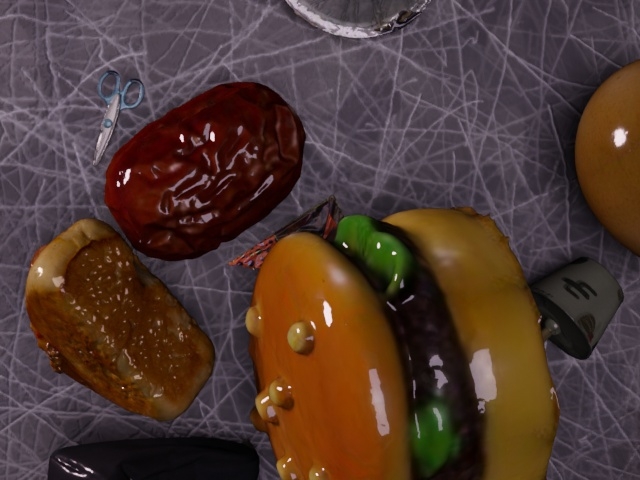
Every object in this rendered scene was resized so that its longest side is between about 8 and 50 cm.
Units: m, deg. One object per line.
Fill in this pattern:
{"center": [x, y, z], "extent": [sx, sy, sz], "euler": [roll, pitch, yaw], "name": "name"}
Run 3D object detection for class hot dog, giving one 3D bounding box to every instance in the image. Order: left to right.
{"center": [-0.253, 0.098, 1.447], "extent": [0.257, 0.153, 0.150], "euler": [51, 59, -20], "name": "hot dog"}

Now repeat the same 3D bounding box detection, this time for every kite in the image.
{"center": [0.000, 0.000, 1.547], "extent": [0.222, 0.008, 0.125], "euler": [14, 92, -9], "name": "kite"}

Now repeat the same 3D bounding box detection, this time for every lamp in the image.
{"center": [0.286, 0.117, 1.536], "extent": [0.214, 0.121, 0.121], "euler": [-39, 100, -14], "name": "lamp"}

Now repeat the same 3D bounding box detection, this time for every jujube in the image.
{"center": [-0.136, -0.083, 1.444], "extent": [0.250, 0.174, 0.174], "euler": [-38, 100, -13], "name": "jujube"}

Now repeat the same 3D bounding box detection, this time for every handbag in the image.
{"center": [-0.220, 0.383, 1.492], "extent": [0.177, 0.275, 0.302], "euler": [11, 99, 36], "name": "handbag"}

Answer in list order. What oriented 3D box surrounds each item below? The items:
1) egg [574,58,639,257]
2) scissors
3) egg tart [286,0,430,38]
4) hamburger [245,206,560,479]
{"center": [0.460, -0.083, 1.474], "extent": [0.322, 0.250, 0.250], "euler": [40, 90, -15], "name": "egg"}
{"center": [-0.261, -0.149, 1.491], "extent": [0.058, 0.014, 0.119], "euler": [20, 90, -5], "name": "scissors"}
{"center": [0.047, -0.365, 1.470], "extent": [0.234, 0.094, 0.234], "euler": [0, 94, -6], "name": "egg tart"}
{"center": [0.065, 0.146, 1.378], "extent": [0.277, 0.395, 0.396], "euler": [-11, 98, -19], "name": "hamburger"}
